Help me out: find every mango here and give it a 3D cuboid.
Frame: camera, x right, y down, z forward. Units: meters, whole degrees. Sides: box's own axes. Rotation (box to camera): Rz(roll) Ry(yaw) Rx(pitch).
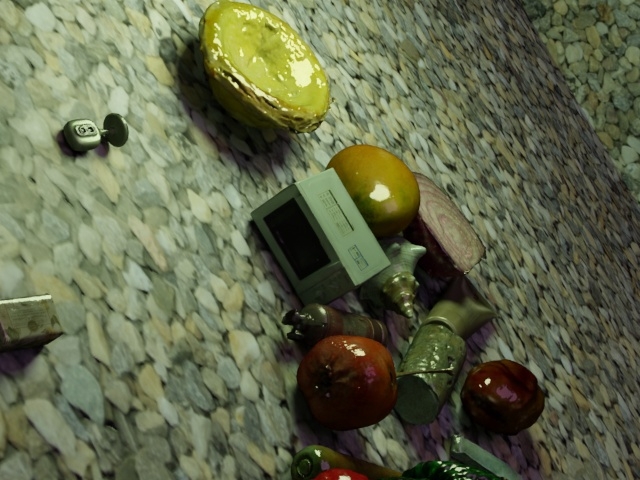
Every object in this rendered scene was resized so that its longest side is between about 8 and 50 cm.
[{"bbox_3d":[0.105,-0.091,1.933,0.176,0.139,0.254,-7,36,-16],"label":"mango"}]

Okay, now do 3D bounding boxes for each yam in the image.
[{"bbox_3d":[0.195,0.244,1.844,0.107,0.107,0.194,51,34,-9],"label":"yam"}]

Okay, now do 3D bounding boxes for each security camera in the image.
[{"bbox_3d":[-0.343,-0.162,1.534,0.092,0.058,0.058,-22,81,-49],"label":"security camera"}]

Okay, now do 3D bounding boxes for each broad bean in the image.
[{"bbox_3d":[0.360,0.308,1.998,0.156,0.122,0.228,42,19,26],"label":"broad bean"}]

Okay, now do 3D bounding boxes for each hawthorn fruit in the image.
[{"bbox_3d":[0.095,0.220,1.663,0.285,0.165,0.165,-7,68,-43],"label":"hawthorn fruit"}]

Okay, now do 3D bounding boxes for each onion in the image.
[{"bbox_3d":[0.220,-0.020,2.101,0.247,0.111,0.250,52,26,5],"label":"onion"}]

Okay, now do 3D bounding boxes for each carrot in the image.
[{"bbox_3d":[0.065,0.377,1.596,0.298,0.078,0.078,24,45,-46],"label":"carrot"}]

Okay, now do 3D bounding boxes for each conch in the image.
[{"bbox_3d":[0.130,0.047,1.896,0.114,0.137,0.234,34,42,-58],"label":"conch"}]

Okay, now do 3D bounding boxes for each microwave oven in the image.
[{"bbox_3d":[0.000,0.000,1.777,0.208,0.122,0.162,59,32,3],"label":"microwave oven"}]

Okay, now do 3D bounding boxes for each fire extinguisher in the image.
[{"bbox_3d":[0.021,0.141,1.697,0.252,0.106,0.075,20,53,-44],"label":"fire extinguisher"}]

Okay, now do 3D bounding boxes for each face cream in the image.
[{"bbox_3d":[0.286,0.149,2.082,0.137,0.084,0.341,49,25,6],"label":"face cream"}]

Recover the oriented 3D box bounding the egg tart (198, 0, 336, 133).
[{"bbox_3d":[-0.118,-0.307,1.876,0.315,0.120,0.315,29,39,-26],"label":"egg tart"}]

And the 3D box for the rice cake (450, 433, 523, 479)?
[{"bbox_3d":[0.313,0.425,1.911,0.211,0.034,0.043,37,46,-29],"label":"rice cake"}]

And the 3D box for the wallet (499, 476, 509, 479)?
[{"bbox_3d":[0.390,0.522,1.915,0.176,0.026,0.095,36,60,-32],"label":"wallet"}]

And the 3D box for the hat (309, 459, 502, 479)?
[{"bbox_3d":[0.115,0.411,1.477,0.332,0.274,0.242,24,45,-18],"label":"hat"}]

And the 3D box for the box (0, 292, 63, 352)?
[{"bbox_3d":[-0.375,0.103,1.261,0.098,0.045,0.062,-9,71,-57],"label":"box"}]
